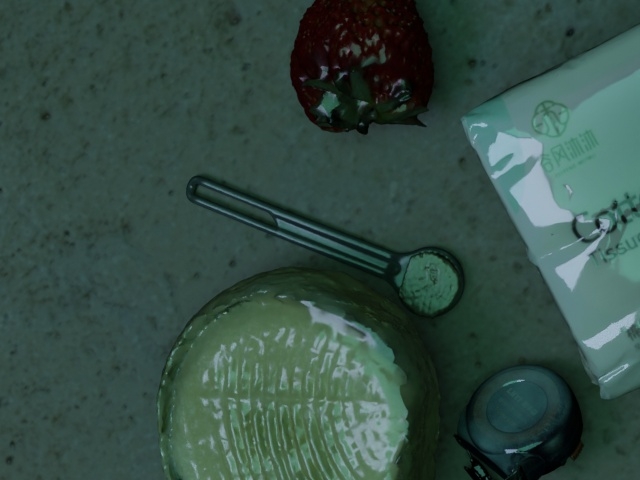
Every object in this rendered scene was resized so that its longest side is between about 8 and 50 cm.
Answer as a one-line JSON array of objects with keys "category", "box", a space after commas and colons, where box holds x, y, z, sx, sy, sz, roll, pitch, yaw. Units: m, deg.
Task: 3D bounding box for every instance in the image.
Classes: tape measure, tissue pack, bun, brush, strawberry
[{"category": "tape measure", "box": [0.194, 0.198, 1.723, 0.107, 0.104, 0.180, -39, 119, -12]}, {"category": "tissue pack", "box": [0.330, -0.065, 1.603, 0.356, 0.194, 0.266, -27, 89, 11]}, {"category": "bun", "box": [-0.012, 0.147, 1.703, 0.259, 0.152, 0.259, 3, 96, 23]}, {"category": "brush", "box": [0.000, 0.000, 1.758, 0.266, 0.027, 0.062, 21, 95, 10]}, {"category": "strawberry", "box": [0.035, -0.161, 1.711, 0.131, 0.148, 0.131, 2, 133, 2]}]
